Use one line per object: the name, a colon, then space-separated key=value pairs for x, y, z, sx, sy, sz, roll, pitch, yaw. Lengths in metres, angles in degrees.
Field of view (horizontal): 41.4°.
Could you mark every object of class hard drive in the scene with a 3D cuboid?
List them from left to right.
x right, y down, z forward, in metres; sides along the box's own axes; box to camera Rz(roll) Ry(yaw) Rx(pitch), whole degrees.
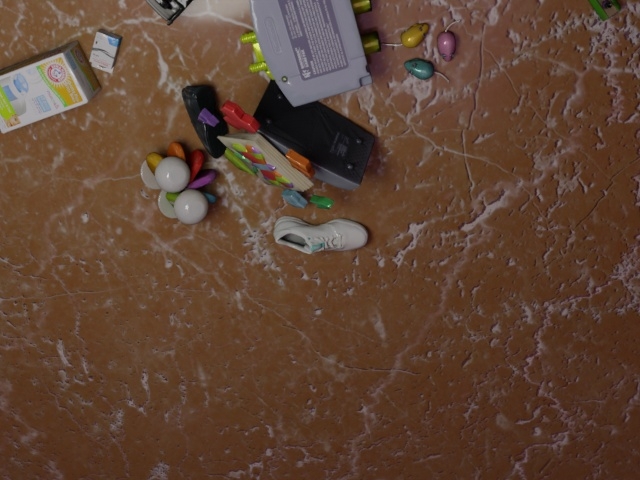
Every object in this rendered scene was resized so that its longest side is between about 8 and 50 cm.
hard drive: x=-0.020 y=-0.211 z=1.738 sx=0.254 sy=0.172 sz=0.054 roll=28 pitch=138 yaw=-10

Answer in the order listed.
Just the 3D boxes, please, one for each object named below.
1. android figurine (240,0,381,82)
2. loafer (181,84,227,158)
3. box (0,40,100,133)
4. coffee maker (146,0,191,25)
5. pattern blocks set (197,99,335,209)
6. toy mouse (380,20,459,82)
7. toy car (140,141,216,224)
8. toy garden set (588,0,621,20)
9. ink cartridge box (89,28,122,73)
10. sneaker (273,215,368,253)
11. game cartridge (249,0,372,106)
android figurine: x=-0.022 y=-0.407 z=1.699 sx=0.272 sy=0.056 sz=0.248 roll=-11 pitch=115 yaw=6
loafer: x=-0.245 y=-0.253 z=1.792 sx=0.061 sy=0.062 sz=0.170 roll=17 pitch=132 yaw=38
box: x=-0.575 y=-0.316 z=1.741 sx=0.203 sy=0.103 sz=0.114 roll=-17 pitch=115 yaw=11
coffee maker: x=-0.303 y=-0.535 z=1.628 sx=0.178 sy=0.120 sz=0.171 roll=42 pitch=86 yaw=-18
pattern blocks set: x=-0.114 y=-0.160 z=1.721 sx=0.325 sy=0.285 sz=0.026 roll=38 pitch=74 yaw=-23
toy mouse: x=0.226 y=-0.374 z=1.715 sx=0.161 sy=0.031 sz=0.143 roll=-28 pitch=112 yaw=15
toy car: x=-0.290 y=-0.127 z=1.816 sx=0.136 sy=0.159 sz=0.182 roll=-36 pitch=114 yaw=-21
toy garden set: x=0.589 y=-0.566 z=1.593 sx=0.244 sy=0.049 sz=0.204 roll=-36 pitch=110 yaw=18
ink cartridge box: x=-0.444 y=-0.386 z=1.742 sx=0.048 sy=0.028 sz=0.083 roll=19 pitch=116 yaw=-7
sneaker: x=0.000 y=0.000 z=1.877 sx=0.212 sy=0.094 sz=0.080 roll=3 pitch=115 yaw=1
game cartridge: x=-0.029 y=-0.417 z=1.635 sx=0.196 sy=0.060 sz=0.294 roll=-16 pitch=114 yaw=2
